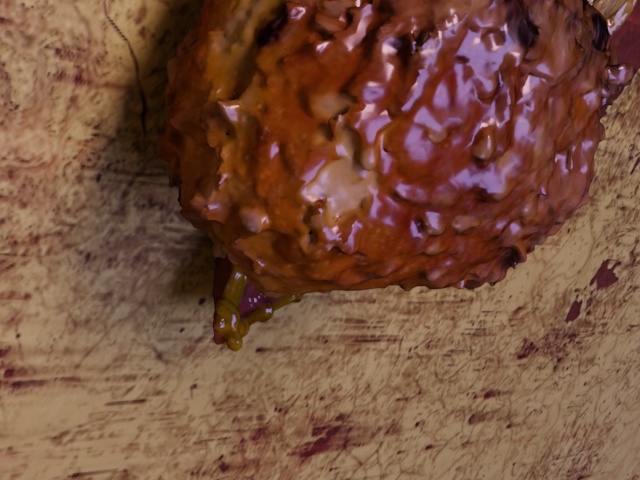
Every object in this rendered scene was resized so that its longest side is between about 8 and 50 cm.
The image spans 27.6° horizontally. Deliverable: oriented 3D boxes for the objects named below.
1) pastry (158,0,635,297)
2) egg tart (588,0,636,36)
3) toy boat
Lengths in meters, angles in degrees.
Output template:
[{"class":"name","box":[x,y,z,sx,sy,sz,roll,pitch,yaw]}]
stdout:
[{"class":"pastry","box":[0.065,-0.136,1.073,0.405,0.292,0.337,-4,122,-31]},{"class":"egg tart","box":[0.292,-0.277,1.431,0.252,0.098,0.231,-20,134,-48]},{"class":"toy boat","box":[-0.006,-0.002,1.259,0.318,0.099,0.141,-37,144,-33]}]
